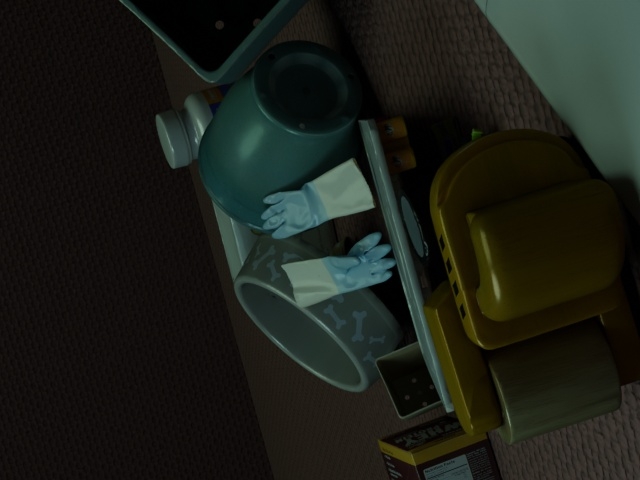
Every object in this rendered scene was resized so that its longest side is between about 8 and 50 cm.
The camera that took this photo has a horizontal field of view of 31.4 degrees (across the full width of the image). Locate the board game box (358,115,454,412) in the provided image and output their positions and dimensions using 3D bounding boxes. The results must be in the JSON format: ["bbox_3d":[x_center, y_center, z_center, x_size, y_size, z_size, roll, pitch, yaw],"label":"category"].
[{"bbox_3d":[0.133,0.011,1.628,0.390,0.050,0.390,-87,-19,-84],"label":"board game box"}]

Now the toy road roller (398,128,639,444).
[{"bbox_3d":[0.219,0.049,1.170,0.240,0.202,0.330,-157,49,-84],"label":"toy road roller"}]

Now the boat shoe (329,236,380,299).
[{"bbox_3d":[0.071,0.078,2.111,0.190,0.068,0.072,62,146,24],"label":"boat shoe"}]

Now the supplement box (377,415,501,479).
[{"bbox_3d":[0.204,0.404,1.856,0.191,0.129,0.194,166,87,-76],"label":"supplement box"}]

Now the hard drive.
[{"bbox_3d":[0.257,-0.216,1.105,0.233,0.047,0.353,92,156,-52],"label":"hard drive"}]

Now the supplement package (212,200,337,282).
[{"bbox_3d":[-0.087,-0.013,2.305,0.149,0.203,0.194,-145,39,-67],"label":"supplement package"}]

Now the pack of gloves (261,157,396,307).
[{"bbox_3d":[0.000,0.000,1.789,0.232,0.046,0.195,-21,98,41],"label":"pack of gloves"}]

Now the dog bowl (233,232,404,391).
[{"bbox_3d":[-0.010,0.137,2.044,0.348,0.102,0.349,34,159,15],"label":"dog bowl"}]

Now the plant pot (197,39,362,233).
[{"bbox_3d":[-0.048,-0.185,1.887,0.272,0.271,0.255,68,157,19],"label":"plant pot"}]

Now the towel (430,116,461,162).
[{"bbox_3d":[0.176,-0.138,1.569,0.083,0.009,0.060,178,75,-75],"label":"towel"}]

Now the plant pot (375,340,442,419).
[{"bbox_3d":[0.163,0.238,1.887,0.096,0.109,0.109,72,174,-66],"label":"plant pot"}]

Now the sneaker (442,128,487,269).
[{"bbox_3d":[0.204,-0.050,1.489,0.235,0.084,0.097,92,-179,-51],"label":"sneaker"}]

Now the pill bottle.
[{"bbox_3d":[-0.179,-0.233,2.249,0.152,0.272,0.152,163,90,-75],"label":"pill bottle"}]

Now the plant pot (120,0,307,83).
[{"bbox_3d":[-0.149,-0.395,1.781,0.247,0.248,0.252,43,-176,6],"label":"plant pot"}]
